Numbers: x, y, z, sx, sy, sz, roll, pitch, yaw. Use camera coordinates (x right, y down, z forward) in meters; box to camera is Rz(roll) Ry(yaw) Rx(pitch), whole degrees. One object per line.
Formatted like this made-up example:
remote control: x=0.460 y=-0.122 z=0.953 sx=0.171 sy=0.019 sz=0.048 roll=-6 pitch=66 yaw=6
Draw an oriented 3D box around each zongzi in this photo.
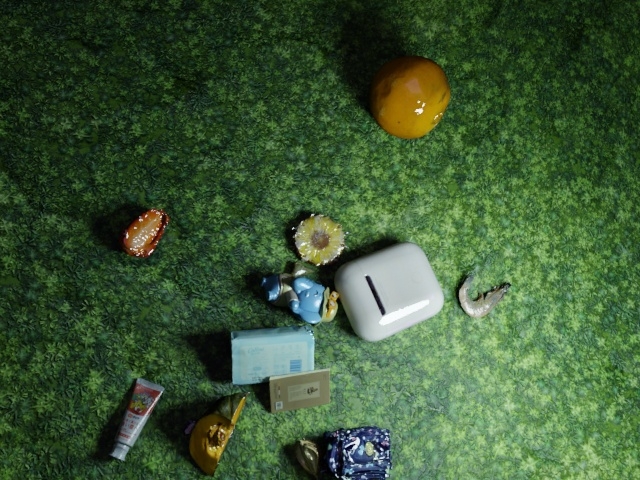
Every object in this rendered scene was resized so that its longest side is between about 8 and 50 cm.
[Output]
zongzi: x=-0.069 y=0.123 z=1.909 sx=0.083 sy=0.040 sz=0.076 roll=31 pitch=76 yaw=-20

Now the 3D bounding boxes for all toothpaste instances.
toothpaste: x=-0.568 y=0.545 z=1.674 sx=0.090 sy=0.057 sz=0.234 roll=21 pitch=63 yaw=-2

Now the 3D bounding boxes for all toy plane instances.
toy plane: x=-0.388 y=0.572 z=1.711 sx=0.049 sy=0.031 sz=0.120 roll=43 pitch=73 yaw=-3

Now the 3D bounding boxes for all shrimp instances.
shrimp: x=0.599 y=0.186 z=2.019 sx=0.219 sy=0.046 sz=0.152 roll=-30 pitch=85 yaw=-17

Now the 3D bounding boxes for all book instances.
book: x=-0.065 y=0.485 z=1.769 sx=0.199 sy=0.016 sz=0.138 roll=-6 pitch=114 yaw=-13

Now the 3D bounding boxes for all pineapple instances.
pineapple: x=0.000 y=0.000 z=1.953 sx=0.222 sy=0.047 sz=0.221 roll=3 pitch=77 yaw=-11

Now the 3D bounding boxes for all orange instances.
orange: x=0.327 y=-0.535 z=2.040 sx=0.313 sy=0.312 sz=0.311 roll=3 pitch=73 yaw=-11

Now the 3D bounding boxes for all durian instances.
durian: x=-0.020 y=0.681 z=1.723 sx=0.071 sy=0.110 sz=0.140 roll=-18 pitch=78 yaw=-41

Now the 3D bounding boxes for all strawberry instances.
strawberry: x=-0.584 y=-0.023 z=1.826 sx=0.121 sy=0.082 sz=0.188 roll=47 pitch=60 yaw=-17

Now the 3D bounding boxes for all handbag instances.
handbag: x=0.124 y=0.671 z=1.724 sx=0.260 sy=0.113 sz=0.161 roll=13 pitch=72 yaw=-35

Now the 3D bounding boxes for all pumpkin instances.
pumpkin: x=-0.312 y=0.562 z=1.693 sx=0.111 sy=0.163 sz=0.278 roll=24 pitch=115 yaw=8

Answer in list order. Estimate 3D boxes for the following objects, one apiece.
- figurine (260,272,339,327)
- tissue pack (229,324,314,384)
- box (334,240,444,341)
figurine: x=-0.068 y=0.195 z=1.817 sx=0.262 sy=0.180 sz=0.153 roll=16 pitch=91 yaw=-15
tissue pack: x=-0.154 y=0.363 z=1.756 sx=0.264 sy=0.089 sz=0.177 roll=-3 pitch=110 yaw=-10
box: x=0.239 y=0.171 z=1.897 sx=0.349 sy=0.141 sz=0.288 roll=-20 pitch=80 yaw=-16
